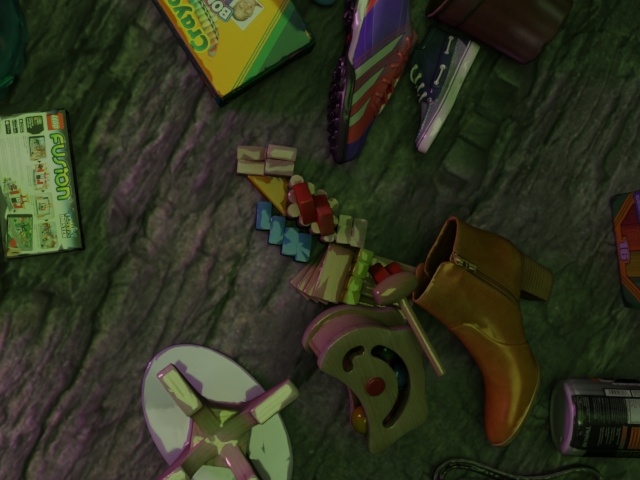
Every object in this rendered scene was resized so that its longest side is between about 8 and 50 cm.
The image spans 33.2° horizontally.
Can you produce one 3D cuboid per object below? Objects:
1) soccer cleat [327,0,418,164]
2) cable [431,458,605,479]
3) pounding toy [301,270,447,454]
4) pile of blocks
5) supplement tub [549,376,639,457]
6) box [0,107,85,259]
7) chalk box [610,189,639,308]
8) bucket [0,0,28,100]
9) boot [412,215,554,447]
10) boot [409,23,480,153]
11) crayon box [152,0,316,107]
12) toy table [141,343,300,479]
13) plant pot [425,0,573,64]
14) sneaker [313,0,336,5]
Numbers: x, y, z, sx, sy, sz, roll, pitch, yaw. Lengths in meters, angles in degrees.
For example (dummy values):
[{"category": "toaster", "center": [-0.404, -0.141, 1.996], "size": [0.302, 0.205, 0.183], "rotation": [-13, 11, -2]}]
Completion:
[{"category": "soccer cleat", "center": [0.083, -0.262, 1.580], "size": [0.116, 0.108, 0.318], "rotation": [11, 84, -9]}, {"category": "cable", "center": [0.314, 0.369, 1.586], "size": [0.287, 0.072, 0.139], "rotation": [24, 80, -4]}, {"category": "pounding toy", "center": [0.074, 0.181, 1.482], "size": [0.154, 0.155, 0.269], "rotation": [-15, 117, -16]}, {"category": "pile of blocks", "center": [0.000, 0.000, 1.552], "size": [0.362, 0.112, 0.149], "rotation": [42, 84, -2]}, {"category": "supplement tub", "center": [0.443, 0.261, 1.582], "size": [0.190, 0.117, 0.117], "rotation": [3, 87, -6]}, {"category": "box", "center": [-0.410, -0.081, 1.553], "size": [0.114, 0.036, 0.207], "rotation": [-7, 88, -6]}, {"category": "chalk box", "center": [0.556, 0.004, 1.518], "size": [0.179, 0.289, 0.180], "rotation": [-6, 88, -6]}, {"category": "bucket", "center": [-0.554, -0.301, 1.475], "size": [0.281, 0.183, 0.281], "rotation": [0, 87, -6]}, {"category": "boot", "center": [0.218, 0.130, 1.547], "size": [0.211, 0.104, 0.295], "rotation": [23, 73, -24]}, {"category": "boot", "center": [0.163, -0.227, 1.609], "size": [0.086, 0.069, 0.190], "rotation": [25, 77, 3]}, {"category": "crayon box", "center": [-0.151, -0.357, 1.569], "size": [0.165, 0.081, 0.278], "rotation": [-33, 91, -7]}, {"category": "toy table", "center": [-0.144, 0.272, 1.502], "size": [0.274, 0.161, 0.252], "rotation": [41, 84, -3]}, {"category": "plant pot", "center": [0.269, -0.355, 1.579], "size": [0.165, 0.167, 0.167], "rotation": [32, 85, -10]}, {"category": "sneaker", "center": [-0.005, -0.421, 1.599], "size": [0.053, 0.059, 0.144], "rotation": [-12, 90, -8]}]
